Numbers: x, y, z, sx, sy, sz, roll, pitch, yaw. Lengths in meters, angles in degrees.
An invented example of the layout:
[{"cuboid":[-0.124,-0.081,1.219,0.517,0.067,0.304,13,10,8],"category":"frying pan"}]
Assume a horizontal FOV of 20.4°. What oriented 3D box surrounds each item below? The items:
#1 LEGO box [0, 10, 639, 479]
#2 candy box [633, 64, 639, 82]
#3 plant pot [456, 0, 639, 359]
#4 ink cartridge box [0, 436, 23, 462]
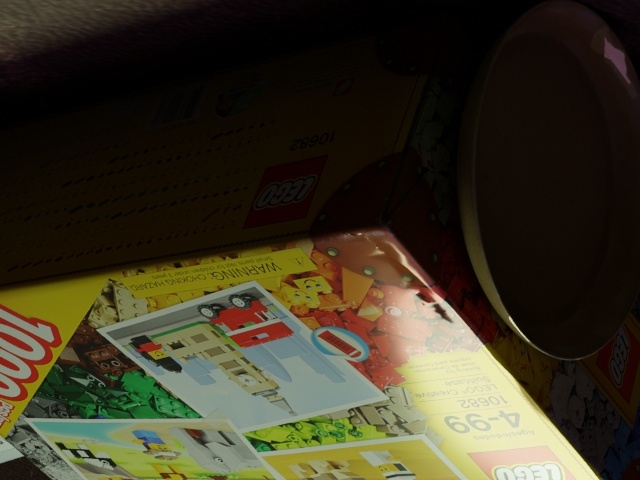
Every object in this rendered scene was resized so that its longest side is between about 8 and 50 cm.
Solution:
[{"cuboid":[-0.033,0.063,1.367,0.500,0.193,0.372,-10,136,37],"category":"LEGO box"},{"cuboid":[0.275,-0.009,1.471,0.268,0.122,0.317,-1,148,-15],"category":"candy box"},{"cuboid":[0.153,-0.040,1.172,0.032,0.236,0.236,0,175,37],"category":"plant pot"},{"cuboid":[-0.361,0.141,2.133,0.385,0.091,0.308,-18,142,31],"category":"ink cartridge box"}]
